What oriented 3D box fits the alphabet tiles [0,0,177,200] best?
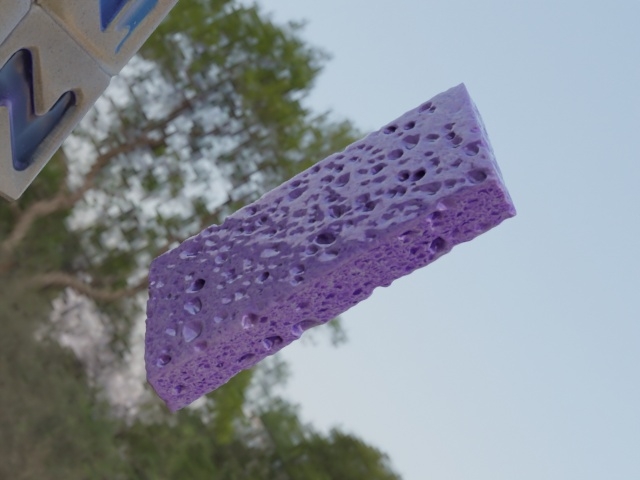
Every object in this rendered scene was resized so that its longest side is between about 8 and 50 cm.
[{"bbox_3d":[-0.083,-0.073,0.259,0.009,0.237,0.198,36,-4,26],"label":"alphabet tiles"}]

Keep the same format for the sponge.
[{"bbox_3d":[0.000,0.000,0.758,0.031,0.210,0.117,54,12,-27],"label":"sponge"}]
